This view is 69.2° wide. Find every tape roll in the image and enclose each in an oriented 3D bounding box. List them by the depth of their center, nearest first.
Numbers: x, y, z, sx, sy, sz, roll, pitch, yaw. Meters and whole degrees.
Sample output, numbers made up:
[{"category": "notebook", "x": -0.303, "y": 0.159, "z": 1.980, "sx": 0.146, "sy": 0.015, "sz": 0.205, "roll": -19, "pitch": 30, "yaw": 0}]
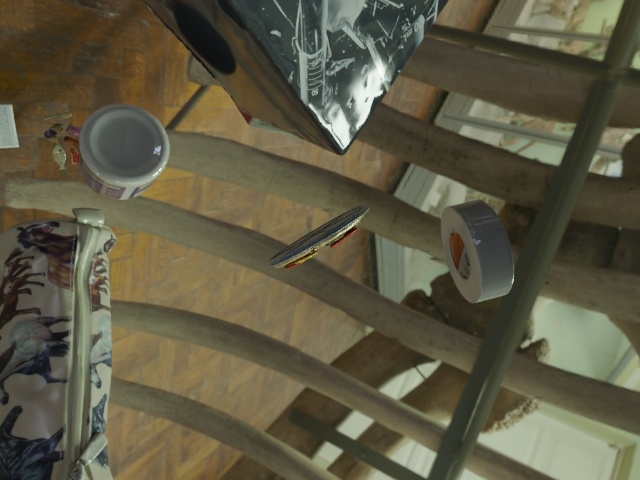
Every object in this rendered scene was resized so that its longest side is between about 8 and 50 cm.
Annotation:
[{"category": "tape roll", "x": 0.339, "y": 0.024, "z": 1.024, "sx": 0.219, "sy": 0.072, "sz": 0.219, "roll": 167, "pitch": -90, "yaw": -87}]

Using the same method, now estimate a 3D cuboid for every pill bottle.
[{"category": "pill bottle", "x": -0.404, "y": -0.163, "z": 0.938, "sx": 0.153, "sy": 0.265, "sz": 0.153, "roll": 3, "pitch": 85, "yaw": -28}]

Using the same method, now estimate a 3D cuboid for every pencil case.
[{"category": "pencil case", "x": -0.364, "y": 0.162, "z": 0.640, "sx": 0.160, "sy": 0.184, "sz": 0.410, "roll": 31, "pitch": 45, "yaw": -59}]

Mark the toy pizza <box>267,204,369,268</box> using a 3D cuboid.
[{"category": "toy pizza", "x": 0.000, "y": 0.000, "z": 0.804, "sx": 0.201, "sy": 0.201, "sz": 0.032, "roll": -37, "pitch": 98, "yaw": -48}]

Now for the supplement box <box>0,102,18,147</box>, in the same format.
[{"category": "supplement box", "x": -0.882, "y": -0.279, "z": 1.129, "sx": 0.220, "sy": 0.111, "sz": 0.113, "roll": -19, "pitch": 117, "yaw": -45}]

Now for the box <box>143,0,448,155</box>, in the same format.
[{"category": "box", "x": -0.006, "y": -0.316, "z": 0.417, "sx": 0.343, "sy": 0.179, "sz": 0.312, "roll": -56, "pitch": 148, "yaw": -4}]

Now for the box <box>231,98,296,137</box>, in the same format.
[{"category": "box", "x": -0.034, "y": -0.304, "z": 0.777, "sx": 0.149, "sy": 0.126, "sz": 0.232, "roll": 1, "pitch": 138, "yaw": -48}]

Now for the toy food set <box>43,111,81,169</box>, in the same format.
[{"category": "toy food set", "x": -0.560, "y": -0.217, "z": 1.027, "sx": 0.078, "sy": 0.019, "sz": 0.122, "roll": -21, "pitch": 130, "yaw": -25}]
